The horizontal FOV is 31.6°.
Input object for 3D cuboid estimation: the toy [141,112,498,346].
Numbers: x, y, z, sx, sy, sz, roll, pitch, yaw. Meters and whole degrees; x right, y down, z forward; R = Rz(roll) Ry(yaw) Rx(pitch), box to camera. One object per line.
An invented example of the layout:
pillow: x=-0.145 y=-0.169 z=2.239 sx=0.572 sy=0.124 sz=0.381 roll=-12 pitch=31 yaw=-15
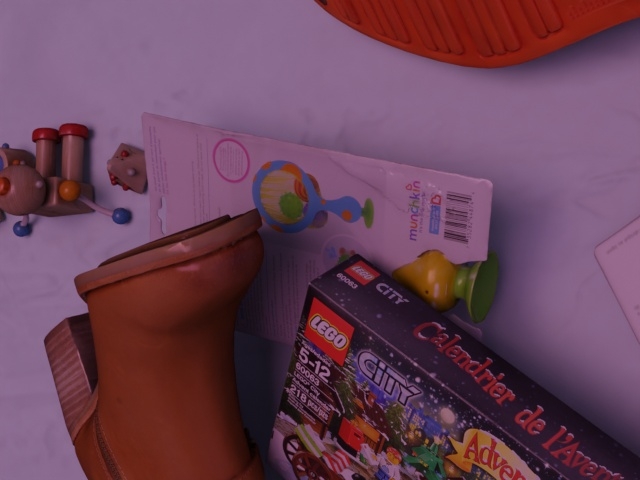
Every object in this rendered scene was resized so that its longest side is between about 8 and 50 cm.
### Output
toy: x=0.000 y=0.000 z=0.696 sx=0.237 sy=0.056 sz=0.137 roll=15 pitch=117 yaw=31

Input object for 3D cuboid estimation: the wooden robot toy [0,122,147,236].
wooden robot toy: x=-0.208 y=-0.044 z=0.799 sx=0.173 sy=0.079 sz=0.076 roll=-6 pitch=87 yaw=26

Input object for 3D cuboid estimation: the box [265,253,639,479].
box: x=0.076 y=0.135 z=0.627 sx=0.233 sy=0.044 sz=0.159 roll=36 pitch=135 yaw=25

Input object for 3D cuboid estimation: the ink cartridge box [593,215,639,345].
ink cartridge box: x=0.254 y=0.053 z=0.527 sx=0.189 sy=0.066 sz=0.232 roll=-41 pitch=63 yaw=37

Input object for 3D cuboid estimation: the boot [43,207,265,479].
boot: x=-0.073 y=0.119 z=0.668 sx=0.283 sy=0.109 sz=0.220 roll=-37 pitch=75 yaw=50

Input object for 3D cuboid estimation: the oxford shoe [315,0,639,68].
oxford shoe: x=0.136 y=-0.184 z=0.622 sx=0.363 sy=0.133 sz=0.130 roll=6 pitch=136 yaw=38
